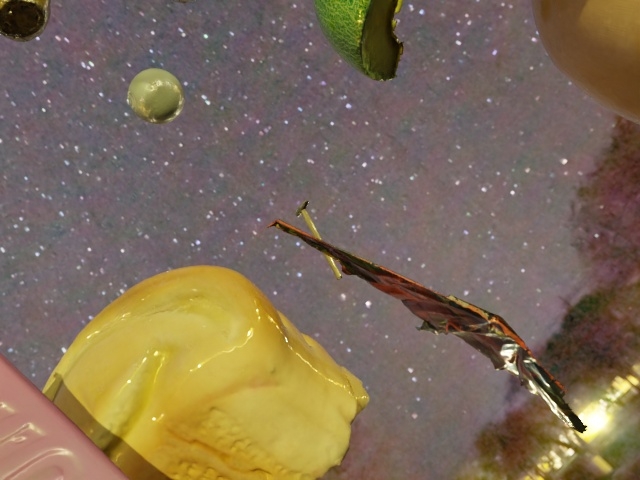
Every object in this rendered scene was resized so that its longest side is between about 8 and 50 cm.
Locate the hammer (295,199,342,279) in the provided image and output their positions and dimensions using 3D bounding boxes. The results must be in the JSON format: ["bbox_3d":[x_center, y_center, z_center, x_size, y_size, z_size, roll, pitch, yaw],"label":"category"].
[{"bbox_3d":[0.000,0.000,1.322,0.013,0.198,0.062,-17,-22,-33],"label":"hammer"}]

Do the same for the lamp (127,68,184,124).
[{"bbox_3d":[-0.308,-0.269,1.092,0.105,0.105,0.105,-33,-31,-23],"label":"lamp"}]

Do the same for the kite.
[{"bbox_3d":[0.090,0.062,0.437,0.016,0.321,0.234,-57,-4,-7],"label":"kite"}]

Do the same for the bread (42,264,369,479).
[{"bbox_3d":[-0.144,0.184,0.614,0.270,0.211,0.315,40,-93,-27],"label":"bread"}]

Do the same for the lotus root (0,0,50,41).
[{"bbox_3d":[-0.564,-0.448,1.000,0.160,0.275,0.152,-53,-29,15],"label":"lotus root"}]

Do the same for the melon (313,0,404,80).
[{"bbox_3d":[0.044,-0.369,0.870,0.129,0.169,0.265,-36,-28,-31],"label":"melon"}]

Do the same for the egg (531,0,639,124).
[{"bbox_3d":[0.385,-0.256,0.565,0.301,0.374,0.301,-27,-42,-27],"label":"egg"}]

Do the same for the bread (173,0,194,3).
[{"bbox_3d":[-0.267,-0.478,1.020,0.111,0.129,0.114,-28,-53,-53],"label":"bread"}]

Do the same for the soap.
[{"bbox_3d":[-0.228,0.155,0.384,0.122,0.203,0.065,-33,-30,-50],"label":"soap"}]
